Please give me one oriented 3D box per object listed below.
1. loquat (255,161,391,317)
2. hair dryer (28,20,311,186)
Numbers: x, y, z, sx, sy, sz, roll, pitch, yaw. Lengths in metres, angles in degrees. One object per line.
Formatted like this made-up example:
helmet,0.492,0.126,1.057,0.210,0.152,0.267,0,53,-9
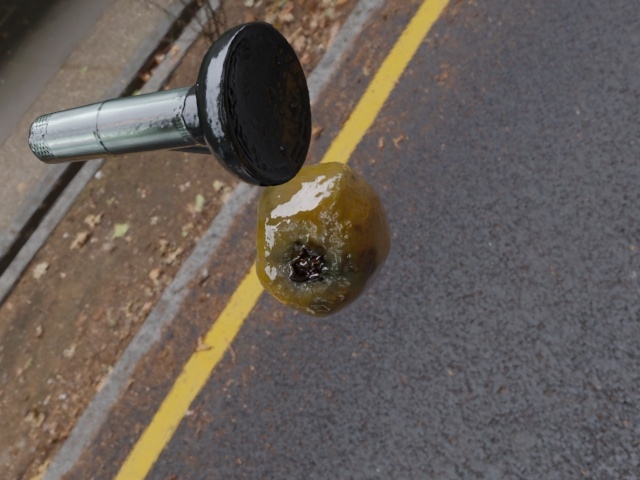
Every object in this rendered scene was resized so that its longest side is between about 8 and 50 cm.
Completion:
loquat,0.000,0.000,0.918,0.176,0.187,0.234,-12,13,3
hair dryer,-0.126,-0.152,0.843,0.320,0.155,0.284,0,19,38
